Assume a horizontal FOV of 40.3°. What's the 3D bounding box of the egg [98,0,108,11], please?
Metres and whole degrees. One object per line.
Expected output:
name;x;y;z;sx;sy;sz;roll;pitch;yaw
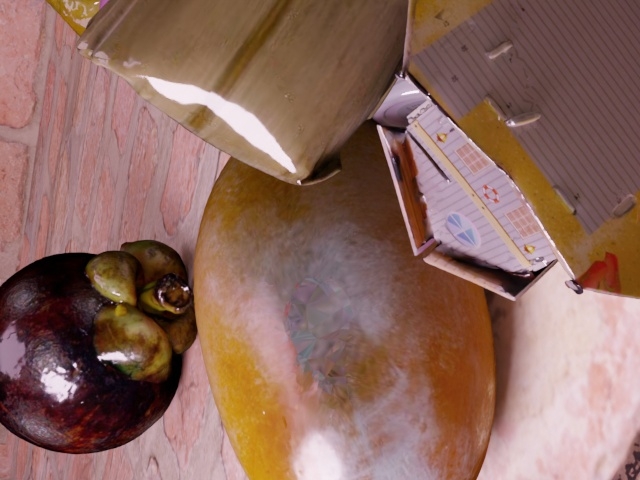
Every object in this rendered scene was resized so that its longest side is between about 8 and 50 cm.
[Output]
egg;-0.170;-0.314;1.096;0.196;0.196;0.271;-8;70;63

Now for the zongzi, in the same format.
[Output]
zongzi;-0.002;-0.257;0.626;0.418;0.181;0.447;-58;19;10

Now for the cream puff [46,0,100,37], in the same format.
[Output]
cream puff;-0.291;-0.411;1.271;0.269;0.274;0.324;1;88;57

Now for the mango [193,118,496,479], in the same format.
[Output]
mango;0.014;0.042;0.679;0.221;0.199;0.384;-15;63;16

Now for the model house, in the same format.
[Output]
model house;0.132;-0.081;0.503;0.207;0.219;0.136;50;157;-1

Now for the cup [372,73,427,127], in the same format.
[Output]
cup;0.086;-0.166;0.671;0.136;0.099;0.133;123;146;-78

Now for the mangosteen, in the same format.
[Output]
mangosteen;-0.338;0.149;1.275;0.330;0.329;0.330;-12;77;62
